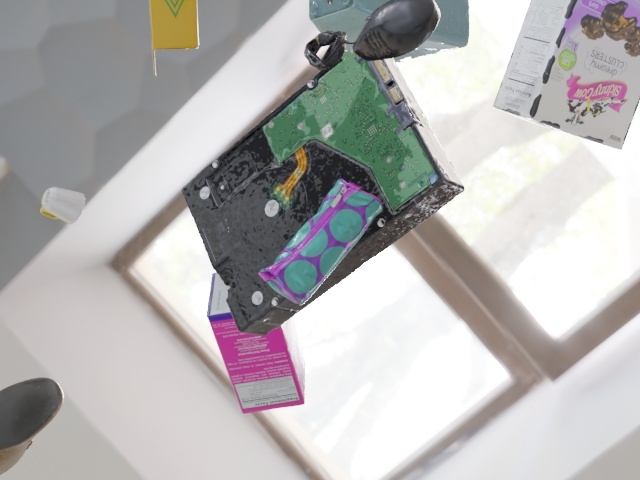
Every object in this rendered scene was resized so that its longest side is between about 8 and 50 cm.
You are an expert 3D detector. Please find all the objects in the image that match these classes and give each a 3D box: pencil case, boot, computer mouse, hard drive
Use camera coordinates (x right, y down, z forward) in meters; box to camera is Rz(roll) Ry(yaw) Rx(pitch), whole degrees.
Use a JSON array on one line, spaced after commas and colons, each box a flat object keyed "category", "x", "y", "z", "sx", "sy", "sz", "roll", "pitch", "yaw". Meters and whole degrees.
[{"category": "pencil case", "x": 0.000, "y": 0.000, "z": 1.171, "sx": 0.064, "sy": 0.151, "sz": 0.070, "roll": 35, "pitch": 173, "yaw": 35}, {"category": "boot", "x": -0.590, "y": 0.364, "z": 1.998, "sx": 0.112, "sy": 0.305, "sz": 0.115, "roll": 57, "pitch": -165, "yaw": 24}, {"category": "computer mouse", "x": 0.039, "y": -0.212, "z": 1.050, "sx": 0.041, "sy": 0.071, "sz": 0.242, "roll": 42, "pitch": 163, "yaw": -23}, {"category": "hard drive", "x": -0.008, "y": -0.064, "z": 1.322, "sx": 0.064, "sy": 0.339, "sz": 0.236, "roll": 15, "pitch": -137, "yaw": -54}]

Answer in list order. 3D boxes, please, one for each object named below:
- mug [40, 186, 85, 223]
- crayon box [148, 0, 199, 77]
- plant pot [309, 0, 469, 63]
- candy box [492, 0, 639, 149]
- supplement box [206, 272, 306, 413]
[{"category": "mug", "x": -0.485, "y": -0.064, "z": 1.941, "sx": 0.064, "sy": 0.078, "sz": 0.062, "roll": 23, "pitch": -160, "yaw": -38}, {"category": "crayon box", "x": -0.258, "y": -0.467, "z": 1.790, "sx": 0.083, "sy": 0.322, "sz": 0.203, "roll": -4, "pitch": -147, "yaw": -9}, {"category": "plant pot", "x": 0.115, "y": -0.497, "z": 2.045, "sx": 0.252, "sy": 0.247, "sz": 0.247, "roll": 1, "pitch": -92, "yaw": -35}, {"category": "candy box", "x": 0.308, "y": -0.219, "z": 1.209, "sx": 0.165, "sy": 0.196, "sz": 0.070, "roll": 11, "pitch": -168, "yaw": -36}, {"category": "supplement box", "x": -0.100, "y": 0.162, "z": 1.696, "sx": 0.111, "sy": 0.114, "sz": 0.220, "roll": -90, "pitch": -11, "yaw": -53}]
